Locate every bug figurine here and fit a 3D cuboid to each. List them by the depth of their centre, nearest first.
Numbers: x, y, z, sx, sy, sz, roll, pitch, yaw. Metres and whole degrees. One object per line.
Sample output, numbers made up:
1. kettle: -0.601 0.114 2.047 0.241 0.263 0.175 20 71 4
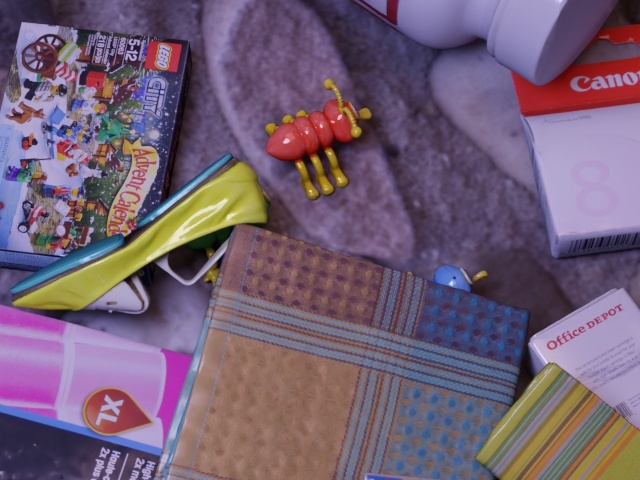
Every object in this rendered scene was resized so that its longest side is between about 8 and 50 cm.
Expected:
1. bug figurine: 0.000 0.000 1.494 0.216 0.072 0.279 -28 68 -13

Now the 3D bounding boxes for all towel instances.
1. towel: 0.007 0.192 1.370 0.271 0.040 0.370 18 70 -7
2. towel: 0.244 0.207 1.374 0.237 0.021 0.102 39 96 0

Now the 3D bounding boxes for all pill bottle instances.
1. pill bottle: 0.079 -0.320 1.564 0.407 0.229 0.229 36 69 15

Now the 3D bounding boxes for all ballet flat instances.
1. ballet flat: -0.146 0.015 1.440 0.231 0.077 0.077 -32 98 -1

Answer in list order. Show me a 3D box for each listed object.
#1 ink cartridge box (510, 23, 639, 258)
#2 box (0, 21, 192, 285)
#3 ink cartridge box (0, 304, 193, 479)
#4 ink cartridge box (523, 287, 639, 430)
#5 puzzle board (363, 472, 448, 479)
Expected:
1. ink cartridge box: 0.278 -0.105 1.556 0.189 0.066 0.232 -8 68 -4
2. box: -0.212 -0.081 1.548 0.159 0.044 0.233 6 64 3
3. ink cartridge box: -0.177 0.170 1.419 0.371 0.069 0.176 15 65 5
4. ink cartridge box: 0.247 0.123 1.442 0.099 0.056 0.135 -28 68 -13
5. puzzle board: 0.077 0.248 1.341 0.096 0.011 0.128 7 71 -9
